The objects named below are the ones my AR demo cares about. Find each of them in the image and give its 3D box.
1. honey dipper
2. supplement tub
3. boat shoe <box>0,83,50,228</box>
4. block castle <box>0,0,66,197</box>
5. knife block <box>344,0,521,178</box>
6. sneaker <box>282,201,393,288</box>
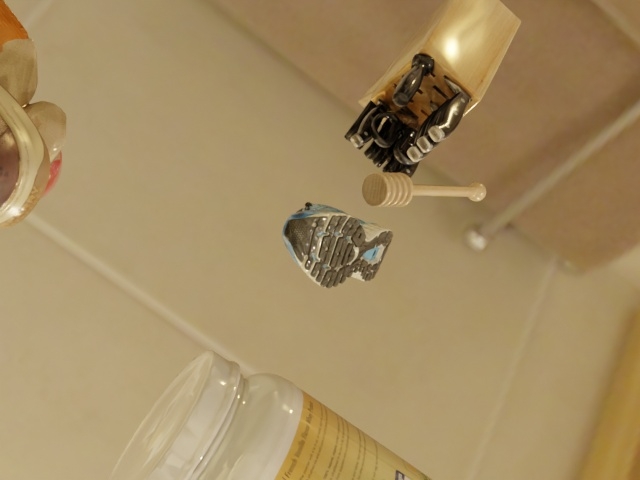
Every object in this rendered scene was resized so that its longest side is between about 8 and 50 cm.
[{"bbox_3d":[0.097,-0.046,1.250,0.160,0.030,0.030,-3,143,-50],"label":"honey dipper"},{"bbox_3d":[-0.034,0.272,1.377,0.228,0.316,0.228,-50,-167,16],"label":"supplement tub"},{"bbox_3d":[-0.358,-0.142,1.125,0.123,0.342,0.123,-49,157,16],"label":"boat shoe"},{"bbox_3d":[-0.488,-0.172,1.398,0.303,0.453,0.213,-41,-176,-23],"label":"block castle"},{"bbox_3d":[0.137,-0.183,1.547,0.276,0.088,0.242,-49,-171,-8],"label":"knife block"},{"bbox_3d":[0.000,0.000,1.194,0.063,0.073,0.162,-66,158,3],"label":"sneaker"}]
